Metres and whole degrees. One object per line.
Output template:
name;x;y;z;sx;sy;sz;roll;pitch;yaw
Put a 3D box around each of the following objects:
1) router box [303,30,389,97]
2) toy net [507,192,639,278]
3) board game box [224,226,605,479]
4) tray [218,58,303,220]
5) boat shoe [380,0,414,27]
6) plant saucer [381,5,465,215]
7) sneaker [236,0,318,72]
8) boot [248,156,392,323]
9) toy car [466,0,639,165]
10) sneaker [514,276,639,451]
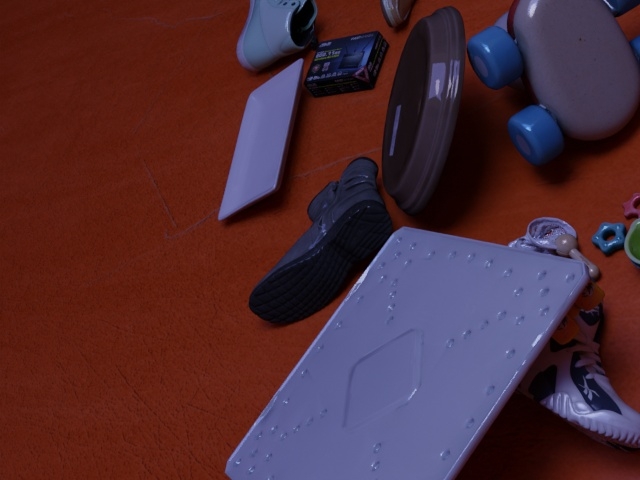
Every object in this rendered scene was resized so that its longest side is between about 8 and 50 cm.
router box;0.041;-0.284;1.604;0.122;0.038;0.092;-3;56;37
toy net;0.321;-0.012;1.165;0.232;0.045;0.122;-1;58;38
board game box;0.085;0.168;1.116;0.390;0.050;0.390;-54;23;-10
tray;-0.086;-0.158;1.591;0.145;0.030;0.270;-27;42;44
boat shoe;0.141;-0.425;1.623;0.072;0.068;0.190;-6;53;20
plant saucer;0.129;-0.171;1.309;0.041;0.278;0.278;9;52;-8
sneaker;-0.052;-0.421;1.743;0.151;0.094;0.256;-9;62;40
boot;0.000;0.000;1.397;0.246;0.083;0.161;-41;25;16
toy car;0.295;-0.232;1.297;0.219;0.210;0.238;-32;13;-5
sneaker;0.276;0.114;1.062;0.153;0.094;0.235;-58;33;-3
